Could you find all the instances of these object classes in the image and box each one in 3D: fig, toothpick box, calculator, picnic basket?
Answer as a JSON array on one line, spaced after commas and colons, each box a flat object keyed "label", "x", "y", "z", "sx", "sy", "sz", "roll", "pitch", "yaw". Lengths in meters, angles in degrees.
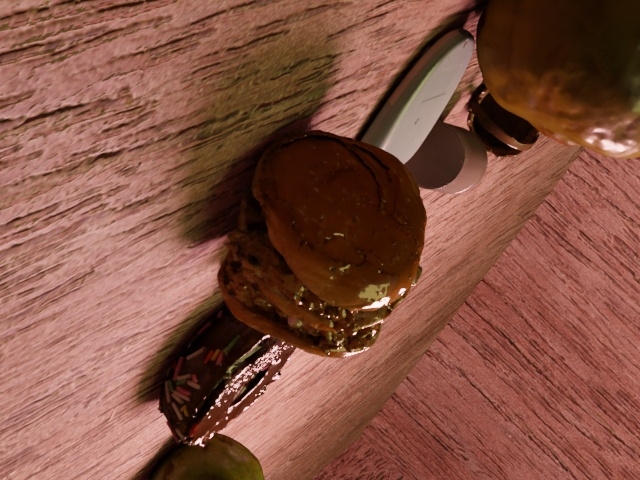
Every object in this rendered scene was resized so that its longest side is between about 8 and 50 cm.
[{"label": "fig", "x": -0.197, "y": 0.430, "z": 2.109, "sx": 0.206, "sy": 0.206, "sz": 0.275, "roll": -48, "pitch": -179, "yaw": -3}, {"label": "toothpick box", "x": 0.194, "y": -0.129, "z": 1.868, "sx": 0.111, "sy": 0.111, "sz": 0.181, "roll": -51, "pitch": 166, "yaw": 13}, {"label": "calculator", "x": 0.122, "y": -0.170, "z": 1.660, "sx": 0.184, "sy": 0.042, "sz": 0.295, "roll": -28, "pitch": 155, "yaw": -57}, {"label": "picnic basket", "x": 0.310, "y": -0.206, "z": 1.982, "sx": 0.137, "sy": 0.128, "sz": 0.178, "roll": -56, "pitch": 175, "yaw": 24}, {"label": "fig", "x": 0.391, "y": -0.291, "z": 1.617, "sx": 0.343, "sy": 0.343, "sz": 0.343, "roll": -45, "pitch": 167, "yaw": -14}]

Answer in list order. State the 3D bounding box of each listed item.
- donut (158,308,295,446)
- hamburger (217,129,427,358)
[{"label": "donut", "x": -0.129, "y": 0.180, "z": 1.727, "sx": 0.270, "sy": 0.103, "sz": 0.269, "roll": -43, "pitch": 167, "yaw": -13}, {"label": "hamburger", "x": -0.001, "y": 0.011, "z": 1.383, "sx": 0.261, "sy": 0.245, "sz": 0.211, "roll": -7, "pitch": 149, "yaw": -33}]
